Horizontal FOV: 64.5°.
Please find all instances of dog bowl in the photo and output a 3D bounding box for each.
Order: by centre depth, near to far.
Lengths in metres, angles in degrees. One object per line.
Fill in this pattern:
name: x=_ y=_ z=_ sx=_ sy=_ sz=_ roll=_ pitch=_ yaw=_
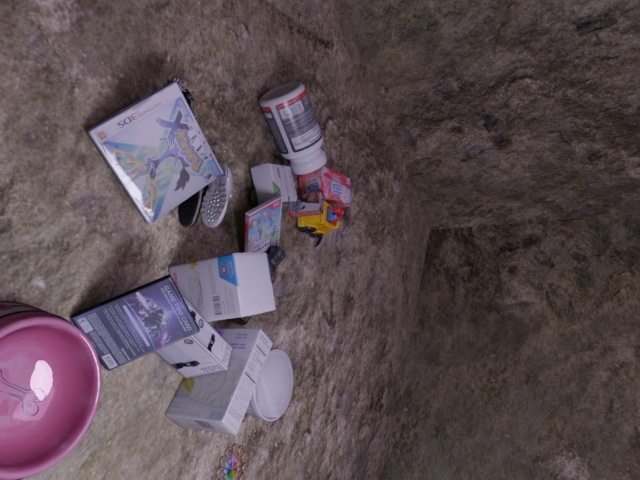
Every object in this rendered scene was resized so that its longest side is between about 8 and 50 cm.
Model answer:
dog bowl: x=-0.675 y=0.339 z=1.126 sx=0.408 sy=0.150 sz=0.409 roll=17 pitch=71 yaw=-61

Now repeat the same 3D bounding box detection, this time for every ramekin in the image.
ramekin: x=-0.226 y=0.552 z=1.956 sx=0.272 sy=0.127 sz=0.273 roll=15 pitch=73 yaw=-61

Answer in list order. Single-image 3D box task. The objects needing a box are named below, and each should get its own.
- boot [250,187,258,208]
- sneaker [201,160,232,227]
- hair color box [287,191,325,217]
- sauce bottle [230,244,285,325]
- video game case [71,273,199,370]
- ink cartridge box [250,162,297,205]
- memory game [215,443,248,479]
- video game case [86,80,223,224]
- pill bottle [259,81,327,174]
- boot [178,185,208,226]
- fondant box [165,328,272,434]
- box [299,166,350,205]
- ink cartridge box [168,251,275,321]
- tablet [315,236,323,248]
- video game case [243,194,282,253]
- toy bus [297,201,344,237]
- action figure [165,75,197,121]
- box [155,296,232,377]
boot: x=-0.253 y=-0.159 z=2.099 sx=0.118 sy=0.042 sz=0.087 roll=57 pitch=33 yaw=-48
sneaker: x=-0.339 y=-0.148 z=1.724 sx=0.095 sy=0.090 sz=0.235 roll=59 pitch=37 yaw=-68
hair color box: x=-0.065 y=-0.162 z=2.312 sx=0.053 sy=0.167 sz=0.093 roll=40 pitch=51 yaw=-53
sauce bottle: x=-0.242 y=0.164 z=1.950 sx=0.344 sy=0.111 sz=0.111 roll=-57 pitch=135 yaw=-35
video game case: x=-0.498 y=0.227 z=1.387 sx=0.026 sy=0.274 sz=0.196 roll=-125 pitch=-167 yaw=-62
ink cartridge box: x=-0.191 y=-0.232 z=2.124 sx=0.219 sy=0.092 sz=0.161 roll=-12 pitch=91 yaw=-71
memory game: x=-0.320 y=0.844 z=1.860 sx=0.186 sy=0.012 sz=0.186 roll=16 pitch=72 yaw=-60
video game case: x=-0.485 y=-0.263 z=1.541 sx=0.300 sy=0.036 sz=0.329 roll=-40 pitch=128 yaw=-24
pill bottle: x=-0.111 y=-0.488 z=2.231 sx=0.210 sy=0.210 sz=0.363 roll=-60 pitch=138 yaw=-46
boot: x=-0.400 y=-0.141 z=1.776 sx=0.178 sy=0.085 sz=0.237 roll=33 pitch=59 yaw=-60
fondant box: x=-0.326 y=0.450 z=1.665 sx=0.096 sy=0.238 sz=0.330 roll=60 pitch=37 yaw=-37
box: x=0.026 y=-0.257 z=2.523 sx=0.300 sy=0.142 sz=0.154 roll=9 pitch=79 yaw=-61
ink cartridge box: x=-0.322 y=0.158 z=1.663 sx=0.197 sy=0.269 sz=0.198 roll=1 pitch=79 yaw=-63
tablet: x=0.000 y=0.000 z=2.539 sx=0.006 sy=0.054 sz=0.083 roll=32 pitch=50 yaw=-13
video game case: x=-0.227 y=-0.018 z=1.992 sx=0.204 sy=0.025 sz=0.285 roll=-36 pitch=142 yaw=-47
toy bus: x=0.023 y=-0.108 z=2.428 sx=0.220 sy=0.211 sz=0.150 roll=32 pitch=57 yaw=-58
action figure: x=-0.468 y=-0.430 z=1.632 sx=0.164 sy=0.140 sz=0.276 roll=62 pitch=38 yaw=-26
box: x=-0.421 y=0.308 z=1.570 sx=0.087 sy=0.169 sz=0.290 roll=-87 pitch=156 yaw=-44
